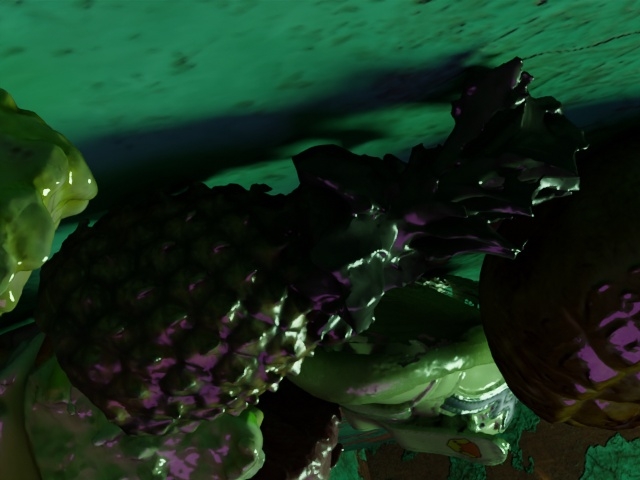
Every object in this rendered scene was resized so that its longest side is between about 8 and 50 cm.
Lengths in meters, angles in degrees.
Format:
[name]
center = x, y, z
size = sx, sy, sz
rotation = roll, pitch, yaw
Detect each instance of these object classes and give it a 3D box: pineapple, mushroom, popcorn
[pineapple]
center = 0.000, 0.000, 0.541
size = 0.251, 0.125, 0.125
rotation = -26, 164, 12
[mushroom]
center = 0.213, 0.025, 0.710
size = 0.253, 0.153, 0.253
rotation = -11, 161, -4
[popcorn]
center = -0.128, -0.009, 0.402
size = 0.097, 0.089, 0.109
rotation = -45, -170, -23

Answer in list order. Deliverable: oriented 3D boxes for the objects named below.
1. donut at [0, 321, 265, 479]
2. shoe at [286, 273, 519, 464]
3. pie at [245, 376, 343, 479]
[donut]
center = -0.230, 0.163, 0.682
size = 0.371, 0.150, 0.307
rotation = -30, -170, -36
[shoe]
center = 0.076, 0.088, 0.845
size = 0.140, 0.128, 0.262
rotation = 5, -172, 35
[pie]
center = -0.087, 0.147, 0.893
size = 0.219, 0.054, 0.204
rotation = -20, -149, -17
